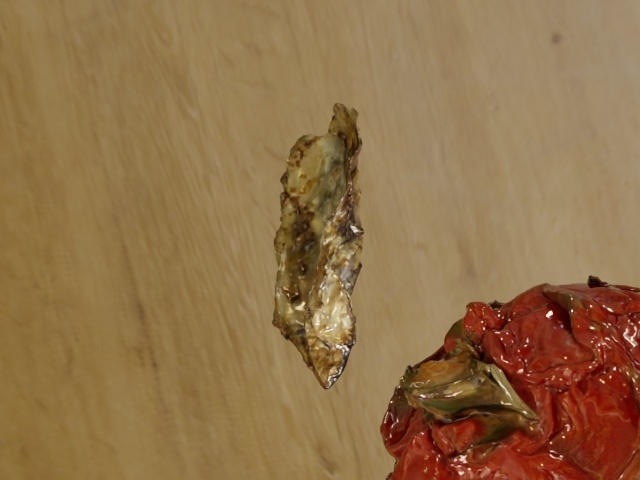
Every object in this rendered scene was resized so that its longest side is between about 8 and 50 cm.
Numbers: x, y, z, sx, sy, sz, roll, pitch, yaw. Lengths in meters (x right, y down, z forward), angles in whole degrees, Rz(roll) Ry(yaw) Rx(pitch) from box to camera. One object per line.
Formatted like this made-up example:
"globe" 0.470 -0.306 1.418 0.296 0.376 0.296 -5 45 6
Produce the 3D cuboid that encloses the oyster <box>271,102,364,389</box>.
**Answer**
"oyster" 0.001 0.000 0.735 0.029 0.086 0.132 13 87 -20

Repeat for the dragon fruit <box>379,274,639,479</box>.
"dragon fruit" 0.180 0.181 1.055 0.277 0.277 0.342 -39 121 -4
